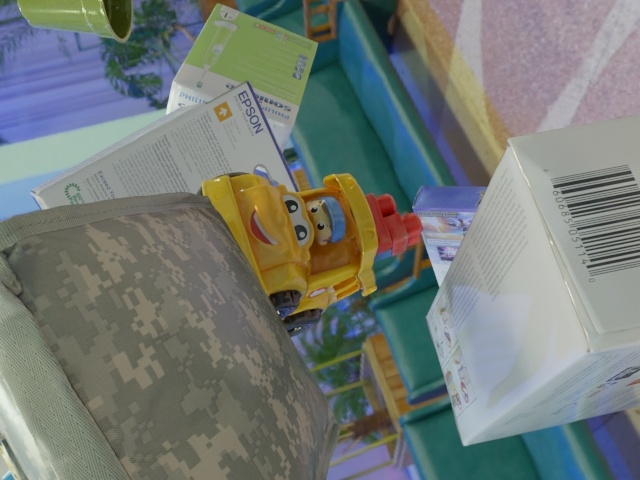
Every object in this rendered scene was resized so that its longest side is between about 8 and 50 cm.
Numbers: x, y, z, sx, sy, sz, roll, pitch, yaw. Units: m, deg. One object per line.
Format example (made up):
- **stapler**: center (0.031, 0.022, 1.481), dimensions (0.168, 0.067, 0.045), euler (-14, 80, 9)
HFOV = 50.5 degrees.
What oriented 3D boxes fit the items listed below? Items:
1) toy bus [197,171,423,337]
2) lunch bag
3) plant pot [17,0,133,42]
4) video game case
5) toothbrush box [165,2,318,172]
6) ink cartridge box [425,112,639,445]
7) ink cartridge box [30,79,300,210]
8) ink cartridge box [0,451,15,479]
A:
- **toy bus**: center (0.000, 0.000, 0.700), dimensions (0.220, 0.211, 0.150), euler (65, -173, -73)
- **lunch bag**: center (-0.109, 0.100, 0.437), dimensions (0.235, 0.168, 0.287), euler (60, -176, 1)
- **plant pot**: center (-0.213, -0.211, 0.583), dimensions (0.083, 0.079, 0.083), euler (-3, -90, -87)
- **video game case**: center (0.319, 0.012, 1.171), dimensions (0.061, 0.269, 0.244), euler (-64, -36, -34)
- **toothbrush box**: center (-0.136, -0.277, 1.217), dimensions (0.283, 0.206, 0.122), euler (-79, 12, -46)
- **ink cartridge box**: center (0.243, 0.038, 0.498), dimensions (0.309, 0.271, 0.130), euler (93, 165, -65)
- **ink cartridge box**: center (-0.183, -0.014, 0.985), dimensions (0.071, 0.330, 0.324), euler (18, 137, 56)
- **ink cartridge box**: center (-0.273, 0.265, 0.803), dimensions (0.181, 0.104, 0.062), euler (29, -151, -33)
